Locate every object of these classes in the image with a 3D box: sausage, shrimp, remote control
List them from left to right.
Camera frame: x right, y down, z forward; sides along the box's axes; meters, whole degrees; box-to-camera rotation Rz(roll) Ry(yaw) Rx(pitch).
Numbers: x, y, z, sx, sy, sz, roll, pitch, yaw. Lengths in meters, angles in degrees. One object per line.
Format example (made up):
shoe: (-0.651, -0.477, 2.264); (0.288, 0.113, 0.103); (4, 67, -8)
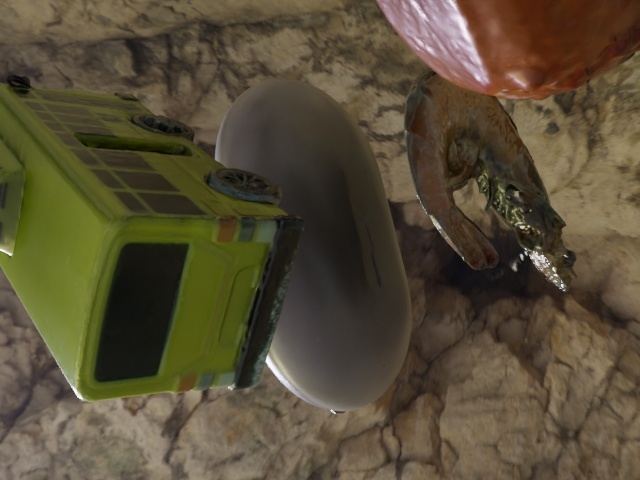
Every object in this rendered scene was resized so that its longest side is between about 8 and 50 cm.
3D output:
remote control: (0.000, 0.000, 0.736); (0.103, 0.221, 0.332); (-20, -98, 40)
sausage: (0.080, -0.190, 0.383); (0.141, 0.153, 0.268); (-46, -56, -1)
shrimp: (0.142, -0.030, 0.620); (0.251, 0.143, 0.052); (46, -35, -20)

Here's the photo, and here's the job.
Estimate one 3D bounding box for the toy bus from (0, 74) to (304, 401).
toy bus: (-0.142, -0.015, 0.510); (0.262, 0.150, 0.128); (37, -63, 44)

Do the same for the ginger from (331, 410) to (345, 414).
ginger: (0.025, 0.162, 0.912); (0.048, 0.030, 0.097); (-4, -107, -13)
